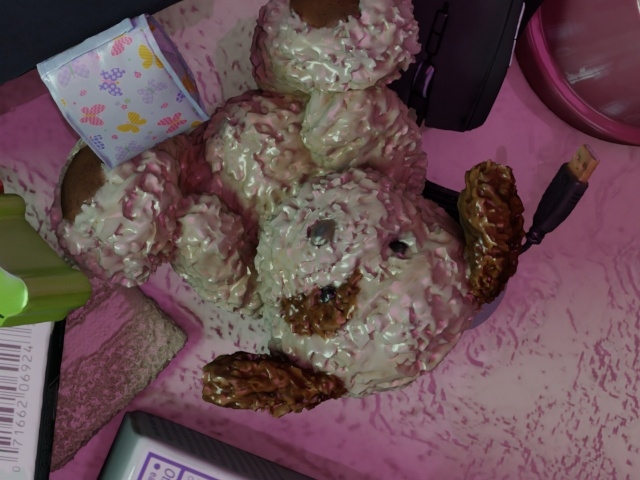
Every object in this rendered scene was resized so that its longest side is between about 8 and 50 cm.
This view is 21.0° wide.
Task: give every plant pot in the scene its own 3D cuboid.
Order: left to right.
[{"bbox_3d":[0.243,-0.162,1.156,0.201,0.180,0.201,0,92,-7],"label":"plant pot"}]

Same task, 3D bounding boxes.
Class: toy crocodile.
[{"bbox_3d":[-0.278,-0.040,1.060,0.340,0.115,0.105,29,106,31],"label":"toy crocodile"}]

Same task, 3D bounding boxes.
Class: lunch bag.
[{"bbox_3d":[-0.113,-0.091,0.985,0.071,0.083,0.053,-28,55,7],"label":"lunch bag"}]

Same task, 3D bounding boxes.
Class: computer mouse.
[{"bbox_3d":[0.109,-0.108,1.125,0.184,0.060,0.262,34,114,13],"label":"computer mouse"}]

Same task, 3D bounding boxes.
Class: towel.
[{"bbox_3d":[-0.174,0.082,1.183,0.148,0.027,0.110,-42,98,-4],"label":"towel"}]

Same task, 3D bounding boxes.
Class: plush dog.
[{"bbox_3d":[0.000,0.000,1.071,0.262,0.210,0.225,-36,60,-1],"label":"plush dog"}]

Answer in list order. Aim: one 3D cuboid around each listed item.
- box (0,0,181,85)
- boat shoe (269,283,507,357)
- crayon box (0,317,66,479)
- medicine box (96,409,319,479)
[{"bbox_3d":[-0.336,-0.297,0.895,0.480,0.297,0.471,-26,140,-7],"label":"box"},{"bbox_3d":[0.043,0.053,1.200,0.183,0.083,0.065,-28,98,-33],"label":"boat shoe"},{"bbox_3d":[-0.337,0.118,1.121,0.323,0.083,0.203,7,93,-2],"label":"crayon box"},{"bbox_3d":[-0.043,0.291,1.151,0.289,0.149,0.263,23,89,-9],"label":"medicine box"}]
